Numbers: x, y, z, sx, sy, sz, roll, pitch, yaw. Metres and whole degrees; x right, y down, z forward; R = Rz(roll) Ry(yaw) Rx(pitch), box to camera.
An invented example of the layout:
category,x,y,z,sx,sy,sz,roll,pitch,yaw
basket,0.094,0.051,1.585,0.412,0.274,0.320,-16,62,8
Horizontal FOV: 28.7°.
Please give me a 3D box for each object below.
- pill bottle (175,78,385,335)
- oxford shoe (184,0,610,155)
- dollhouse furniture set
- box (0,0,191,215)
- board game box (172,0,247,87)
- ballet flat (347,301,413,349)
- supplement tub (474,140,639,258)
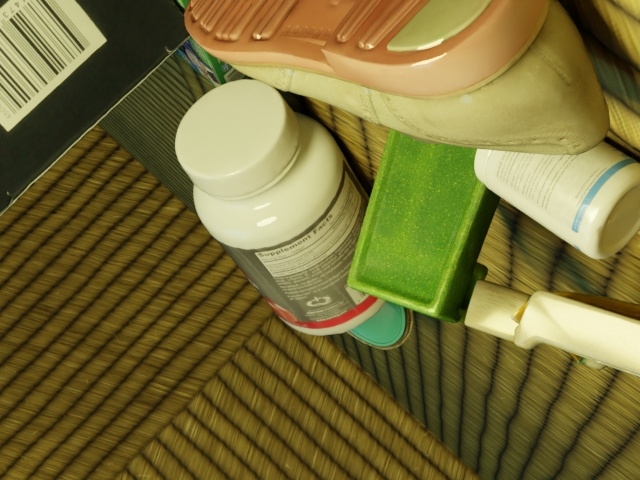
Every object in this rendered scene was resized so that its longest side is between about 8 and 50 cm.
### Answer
category,x,y,z,sx,sy,sz,roll,pitch,yaw
pill bottle,-0.038,-0.037,1.433,0.176,0.176,0.318,37,168,38
oxford shoe,0.030,-0.131,0.843,0.146,0.140,0.397,42,176,-33
dollhouse furniture set,0.204,0.019,0.971,0.301,0.151,0.197,18,179,31
box,-0.375,-0.241,1.341,0.395,0.293,0.212,34,166,51
board game box,-0.191,-0.299,1.341,0.213,0.046,0.317,43,171,19
ballet flat,0.000,0.000,1.701,0.348,0.123,0.123,44,171,-1
supplement tub,0.165,-0.042,0.843,0.107,0.071,0.071,39,170,33
